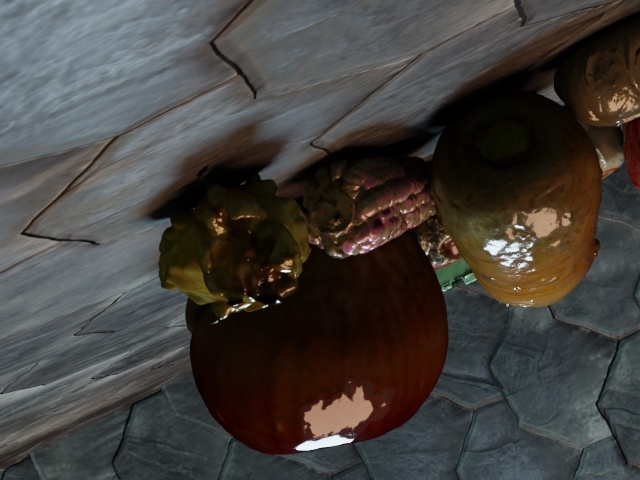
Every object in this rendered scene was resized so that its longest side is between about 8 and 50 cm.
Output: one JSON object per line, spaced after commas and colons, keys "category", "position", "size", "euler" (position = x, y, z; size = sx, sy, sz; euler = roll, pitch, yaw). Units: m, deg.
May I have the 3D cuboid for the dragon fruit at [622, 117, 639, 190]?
{"category": "dragon fruit", "position": [0.640, -0.186, 2.007], "size": [0.342, 0.277, 0.277], "euler": [-48, 167, 16]}

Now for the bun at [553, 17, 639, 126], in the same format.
{"category": "bun", "position": [0.388, -0.208, 1.575], "size": [0.173, 0.113, 0.166], "euler": [-27, 174, -12]}

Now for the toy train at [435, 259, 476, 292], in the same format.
{"category": "toy train", "position": [0.192, 0.032, 2.396], "size": [0.271, 0.188, 0.159], "euler": [-30, 174, 13]}

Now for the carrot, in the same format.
{"category": "carrot", "position": [0.268, -0.050, 1.637], "size": [0.224, 0.224, 0.341], "euler": [-26, 148, 1]}

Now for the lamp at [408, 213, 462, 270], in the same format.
{"category": "lamp", "position": [0.222, -0.051, 1.984], "size": [0.274, 0.177, 0.177], "euler": [-19, 170, -37]}

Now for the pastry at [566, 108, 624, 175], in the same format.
{"category": "pastry", "position": [0.417, -0.145, 2.149], "size": [0.264, 0.133, 0.265], "euler": [-22, 174, -3]}

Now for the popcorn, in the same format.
{"category": "popcorn", "position": [-0.098, 0.006, 1.303], "size": [0.168, 0.174, 0.195], "euler": [-5, -175, 5]}

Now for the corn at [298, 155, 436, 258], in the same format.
{"category": "corn", "position": [0.081, -0.054, 1.592], "size": [0.126, 0.127, 0.335], "euler": [-29, 174, 26]}

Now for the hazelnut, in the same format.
{"category": "hazelnut", "position": [-0.008, 0.117, 1.762], "size": [0.359, 0.359, 0.409], "euler": [-31, 168, 39]}
